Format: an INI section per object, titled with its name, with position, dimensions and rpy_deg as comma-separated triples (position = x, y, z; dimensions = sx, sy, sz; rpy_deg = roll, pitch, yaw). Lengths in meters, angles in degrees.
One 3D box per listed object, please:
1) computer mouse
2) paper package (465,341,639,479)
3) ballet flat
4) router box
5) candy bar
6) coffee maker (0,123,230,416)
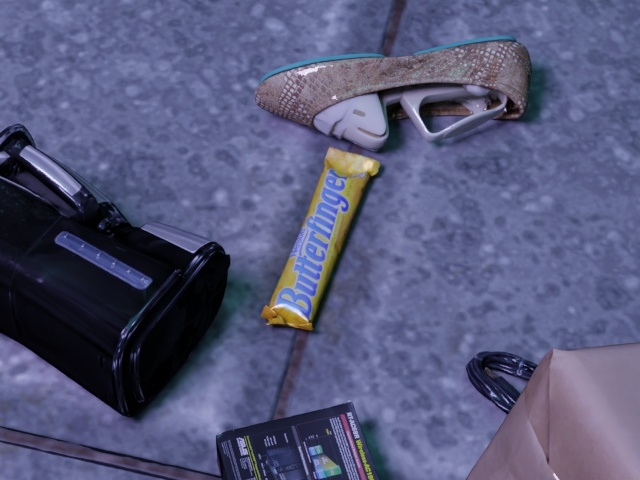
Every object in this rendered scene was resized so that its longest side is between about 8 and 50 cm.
[computer mouse]
position = 0.175, 0.156, 1.086
dimensions = 0.071, 0.041, 0.242
rpy_deg = -20, 49, -29
[paper package]
position = 0.270, 0.205, 0.901
dimensions = 0.324, 0.168, 0.309
rpy_deg = -2, 52, -31
[ballet flat]
position = 0.057, -0.102, 1.249
dimensions = 0.206, 0.073, 0.067
rpy_deg = -10, 69, -5
[router box]
position = -0.007, 0.167, 1.066
dimensions = 0.092, 0.038, 0.122
rpy_deg = -12, 56, -10
[candy bar]
position = 0.000, 0.000, 1.201
dimensions = 0.040, 0.018, 0.161
rpy_deg = 15, 54, 10
[coffee maker]
position = -0.174, 0.036, 1.124
dimensions = 0.178, 0.120, 0.171
rpy_deg = 30, 82, 20
